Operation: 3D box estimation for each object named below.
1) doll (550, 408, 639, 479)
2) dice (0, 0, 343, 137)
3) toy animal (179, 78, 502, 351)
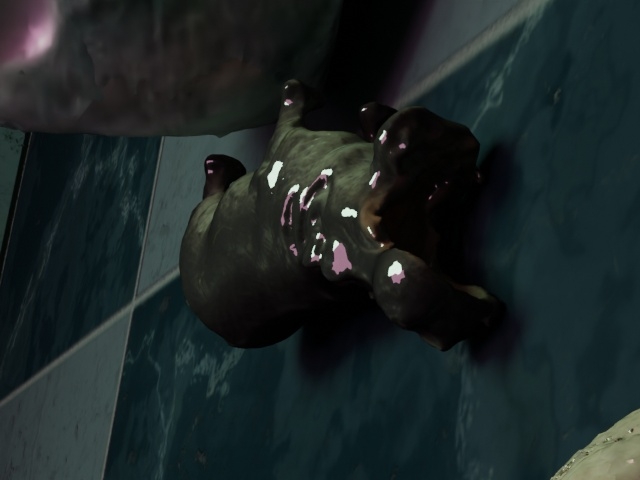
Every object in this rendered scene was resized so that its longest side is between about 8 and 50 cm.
[{"bbox_3d":[0.138,0.151,0.413,0.175,0.149,0.278,-40,39,2],"label":"doll"},{"bbox_3d":[-0.150,-0.266,1.091,0.330,0.328,0.348,-99,13,-66],"label":"dice"},{"bbox_3d":[0.006,-0.017,0.927,0.343,0.106,0.168,-10,66,65],"label":"toy animal"}]
